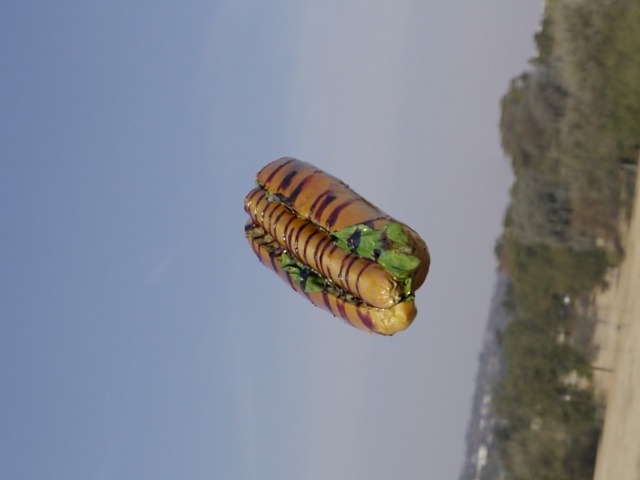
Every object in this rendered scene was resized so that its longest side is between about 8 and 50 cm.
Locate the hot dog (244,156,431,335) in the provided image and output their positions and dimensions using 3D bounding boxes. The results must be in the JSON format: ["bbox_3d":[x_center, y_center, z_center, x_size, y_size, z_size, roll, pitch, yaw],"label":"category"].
[{"bbox_3d":[0.000,0.000,0.391,0.122,0.037,0.049,32,115,58],"label":"hot dog"}]
